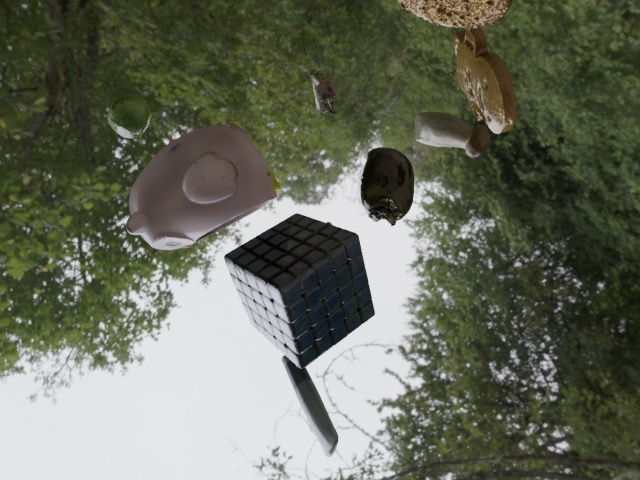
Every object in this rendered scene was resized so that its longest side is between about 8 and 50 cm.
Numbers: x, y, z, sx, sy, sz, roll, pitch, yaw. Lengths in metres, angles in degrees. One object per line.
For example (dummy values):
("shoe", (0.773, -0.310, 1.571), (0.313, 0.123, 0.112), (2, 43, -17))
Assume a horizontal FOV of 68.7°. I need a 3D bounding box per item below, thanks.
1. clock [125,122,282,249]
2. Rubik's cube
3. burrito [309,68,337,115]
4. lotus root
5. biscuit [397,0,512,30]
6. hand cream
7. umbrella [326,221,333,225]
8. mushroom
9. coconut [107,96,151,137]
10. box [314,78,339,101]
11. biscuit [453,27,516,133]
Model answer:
("clock", (-0.323, -0.139, 1.239), (0.376, 0.368, 0.251), (-30, -85, -7))
("Rubik's cube", (-0.044, 0.102, 1.089), (0.237, 0.237, 0.238), (-31, -146, -29))
("burrito", (0.005, -0.433, 1.382), (0.055, 0.149, 0.041), (-3, -133, 20))
("lotus root", (0.191, -0.166, 1.334), (0.275, 0.151, 0.160), (-84, -24, -48))
("biscuit", (0.216, -0.451, 0.819), (0.253, 0.035, 0.254), (24, 177, 1))
("hand cream", (-0.025, 0.370, 1.084), (0.048, 0.079, 0.255), (-10, -134, -27))
("umbrella", (0.000, 0.000, 1.473), (0.040, 0.144, 0.037), (39, -146, 18))
("mushroom", (0.452, -0.390, 1.685), (0.128, 0.128, 0.350), (-3, -154, -38))
("coconut", (-0.405, -0.261, 0.992), (0.087, 0.088, 0.096), (27, -148, -10))
("box", (0.018, -0.419, 1.306), (0.083, 0.012, 0.046), (-39, -70, -43))
("biscuit", (0.436, -0.430, 1.277), (0.052, 0.275, 0.355), (-18, -133, 7))
